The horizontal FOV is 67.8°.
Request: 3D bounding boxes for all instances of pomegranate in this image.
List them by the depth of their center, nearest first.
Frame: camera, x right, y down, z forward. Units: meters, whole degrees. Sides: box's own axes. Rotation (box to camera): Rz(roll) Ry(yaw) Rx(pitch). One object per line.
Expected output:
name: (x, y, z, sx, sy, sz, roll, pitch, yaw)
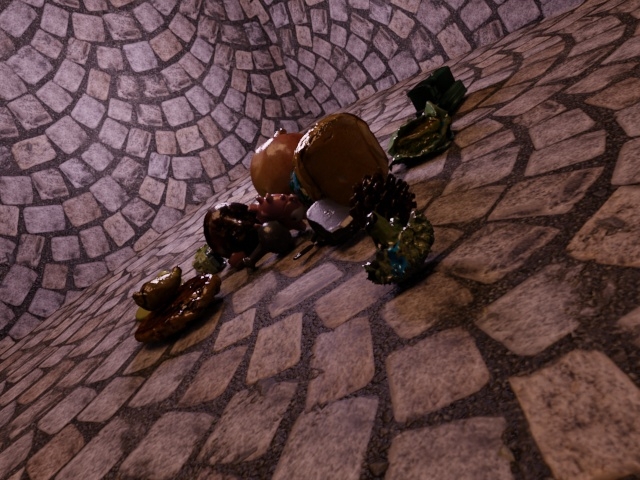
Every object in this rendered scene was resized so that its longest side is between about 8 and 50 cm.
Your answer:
pomegranate: (-0.138, -0.313, 1.987, 0.338, 0.338, 0.338, -28, 19, 11)

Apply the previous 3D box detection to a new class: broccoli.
broccoli: (0.153, 0.008, 1.006, 0.167, 0.160, 0.154, -43, 13, 27)

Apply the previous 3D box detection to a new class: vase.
vase: (-0.184, 0.020, 1.590, 0.183, 0.120, 0.120, -45, 18, 7)

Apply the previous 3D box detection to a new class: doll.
doll: (-0.147, -0.088, 1.653, 0.262, 0.211, 0.093, -32, 38, 43)

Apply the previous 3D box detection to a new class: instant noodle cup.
instant noodle cup: (-0.008, -0.223, 1.761, 0.240, 0.240, 0.178, -37, 12, -15)

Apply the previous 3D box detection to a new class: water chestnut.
water chestnut: (-0.319, -0.037, 1.769, 0.223, 0.224, 0.238, -44, 21, -32)

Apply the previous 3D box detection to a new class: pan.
pan: (0.000, 0.000, 1.462, 0.235, 0.028, 0.136, -41, 20, -33)

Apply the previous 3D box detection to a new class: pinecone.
pinecone: (0.174, -0.100, 1.262, 0.165, 0.163, 0.163, 10, 43, 40)

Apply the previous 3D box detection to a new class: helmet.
helmet: (-0.284, 0.072, 1.694, 0.084, 0.049, 0.065, -14, -39, -57)

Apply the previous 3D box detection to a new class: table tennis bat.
table tennis bat: (-0.638, 0.209, 1.911, 0.224, 0.054, 0.369, -34, 23, -4)

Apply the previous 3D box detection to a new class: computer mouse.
computer mouse: (0.040, -0.055, 1.399, 0.122, 0.073, 0.217, -44, 34, -10)

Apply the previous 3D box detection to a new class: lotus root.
lotus root: (-0.516, 0.157, 1.560, 0.108, 0.095, 0.190, -17, 17, 44)

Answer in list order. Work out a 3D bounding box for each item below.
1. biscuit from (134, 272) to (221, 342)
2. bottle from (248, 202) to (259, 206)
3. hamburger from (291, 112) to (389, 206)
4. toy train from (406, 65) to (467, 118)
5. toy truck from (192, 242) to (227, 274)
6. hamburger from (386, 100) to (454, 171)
biscuit: (-0.451, 0.221, 1.539, 0.334, 0.081, 0.289, -25, 20, 32)
bottle: (-0.242, -0.099, 1.914, 0.260, 0.112, 0.112, -11, 26, 28)
hamburger: (0.062, -0.250, 1.562, 0.284, 0.305, 0.174, -40, 18, -21)
toy train: (0.493, -0.613, 1.999, 0.138, 0.178, 0.330, -13, 28, 45)
toy truck: (-0.446, 0.081, 1.875, 0.116, 0.085, 0.191, -40, 22, -8)
hamburger: (0.341, -0.381, 1.699, 0.260, 0.151, 0.276, -25, 20, 23)
